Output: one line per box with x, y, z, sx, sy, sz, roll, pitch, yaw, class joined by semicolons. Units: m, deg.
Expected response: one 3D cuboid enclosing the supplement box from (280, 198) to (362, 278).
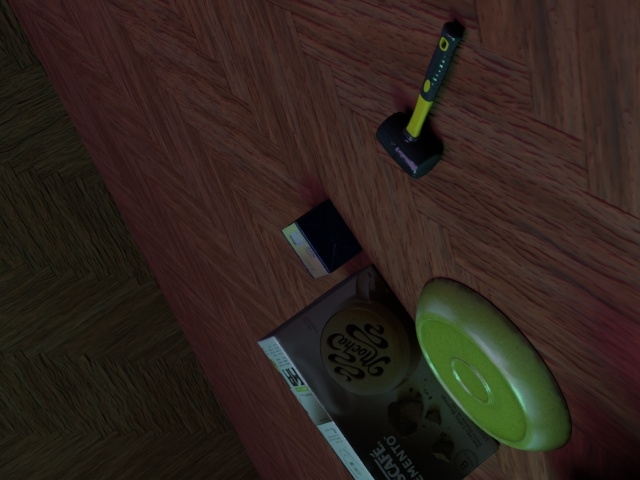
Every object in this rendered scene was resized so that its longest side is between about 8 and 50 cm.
0.000;0.000;1.202;0.083;0.056;0.083;56;162;-3;supplement box

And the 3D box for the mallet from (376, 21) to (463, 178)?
0.098;-0.116;0.789;0.062;0.039;0.190;53;158;10;mallet

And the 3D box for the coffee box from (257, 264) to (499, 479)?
0.074;0.206;1.199;0.297;0.168;0.119;56;162;1;coffee box

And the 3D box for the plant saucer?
0.185;0.153;1.036;0.241;0.037;0.241;47;160;23;plant saucer
